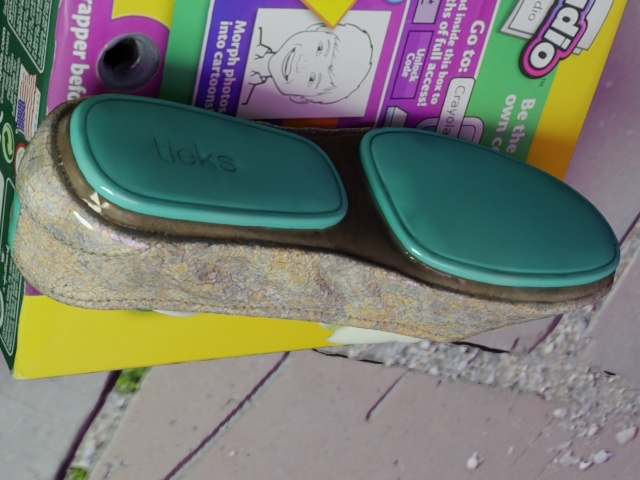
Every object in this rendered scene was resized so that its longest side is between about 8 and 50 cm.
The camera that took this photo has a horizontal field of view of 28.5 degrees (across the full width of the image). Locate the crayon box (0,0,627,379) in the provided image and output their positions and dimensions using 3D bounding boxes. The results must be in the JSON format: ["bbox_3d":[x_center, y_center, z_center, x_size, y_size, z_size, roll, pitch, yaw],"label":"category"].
[{"bbox_3d":[0.001,-0.114,0.643,0.313,0.106,0.363,-4,125,-29],"label":"crayon box"}]

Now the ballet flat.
[{"bbox_3d":[0.000,0.000,0.601,0.316,0.107,0.106,11,138,-31],"label":"ballet flat"}]
